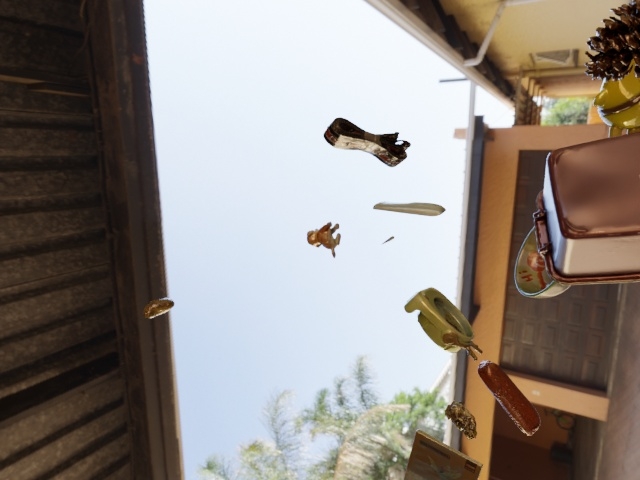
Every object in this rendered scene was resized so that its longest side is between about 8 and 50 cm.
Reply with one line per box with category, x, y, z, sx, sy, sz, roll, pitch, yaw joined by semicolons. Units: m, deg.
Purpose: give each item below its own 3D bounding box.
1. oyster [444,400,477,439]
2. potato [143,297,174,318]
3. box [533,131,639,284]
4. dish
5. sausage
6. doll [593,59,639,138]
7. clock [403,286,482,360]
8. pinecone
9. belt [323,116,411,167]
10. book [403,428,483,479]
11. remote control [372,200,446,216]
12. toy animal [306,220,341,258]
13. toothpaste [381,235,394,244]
oyster;0.605;0.757;1.807;0.108;0.165;0.053;-55;-36;7
potato;-0.470;0.192;1.236;0.092;0.045;0.046;-24;-83;-18
box;0.479;-0.051;0.631;0.167;0.294;0.193;41;-133;-55
dish;0.821;0.062;1.469;0.324;0.124;0.324;-159;90;-88
sausage;0.755;0.623;1.700;0.330;0.102;0.102;51;-144;6
doll;0.888;-0.443;1.223;0.145;0.199;0.363;-116;23;-72
clock;0.459;0.311;1.562;0.096;0.308;0.235;-50;-23;21
pinecone;0.641;-0.408;0.890;0.173;0.173;0.174;-20;-67;-57
belt;0.188;-0.391;1.698;0.359;0.094;0.126;10;-109;-21
book;0.381;0.793;1.388;0.021;0.217;0.310;-19;-58;-54
remote control;0.373;-0.139;1.797;0.103;0.293;0.051;-26;-61;-60
toy animal;0.004;0.013;2.096;0.104;0.185;0.184;22;-118;-47
toothpaste;0.287;0.002;1.825;0.024;0.083;0.015;-24;-98;-31
